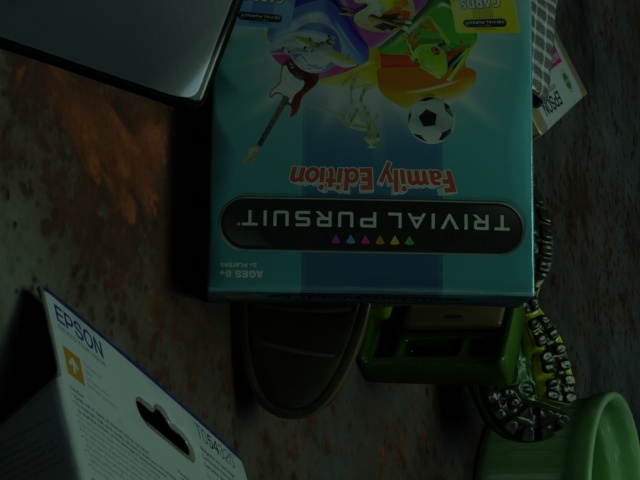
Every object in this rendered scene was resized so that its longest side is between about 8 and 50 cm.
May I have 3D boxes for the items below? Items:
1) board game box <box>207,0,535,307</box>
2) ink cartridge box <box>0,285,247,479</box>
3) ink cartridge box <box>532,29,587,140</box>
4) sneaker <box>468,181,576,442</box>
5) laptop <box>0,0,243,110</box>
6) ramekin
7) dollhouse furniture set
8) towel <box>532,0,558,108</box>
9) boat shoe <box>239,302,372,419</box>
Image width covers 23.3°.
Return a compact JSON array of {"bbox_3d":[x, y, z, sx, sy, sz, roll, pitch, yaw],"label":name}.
[{"bbox_3d":[0.039,-0.118,1.242,0.079,0.254,0.336,110,-19,-80],"label":"board game box"},{"bbox_3d":[-0.103,0.240,1.046,0.324,0.071,0.330,52,13,-53],"label":"ink cartridge box"},{"bbox_3d":[0.211,-0.215,1.806,0.193,0.088,0.235,62,27,-6],"label":"ink cartridge box"},{"bbox_3d":[0.190,0.064,1.782,0.146,0.134,0.343,140,-56,-74],"label":"sneaker"},{"bbox_3d":[-0.182,-0.333,0.753,0.236,0.408,0.382,114,-6,-65],"label":"laptop"},{"bbox_3d":[0.296,0.338,1.914,0.303,0.148,0.303,-3,90,-66],"label":"ramekin"},{"bbox_3d":[0.121,-0.029,1.555,0.301,0.151,0.197,-71,148,-42],"label":"dollhouse furniture set"},{"bbox_3d":[0.136,-0.274,1.559,0.284,0.121,0.235,30,55,-34],"label":"towel"},{"bbox_3d":[0.000,0.000,1.323,0.104,0.111,0.307,42,54,-78],"label":"boat shoe"}]
